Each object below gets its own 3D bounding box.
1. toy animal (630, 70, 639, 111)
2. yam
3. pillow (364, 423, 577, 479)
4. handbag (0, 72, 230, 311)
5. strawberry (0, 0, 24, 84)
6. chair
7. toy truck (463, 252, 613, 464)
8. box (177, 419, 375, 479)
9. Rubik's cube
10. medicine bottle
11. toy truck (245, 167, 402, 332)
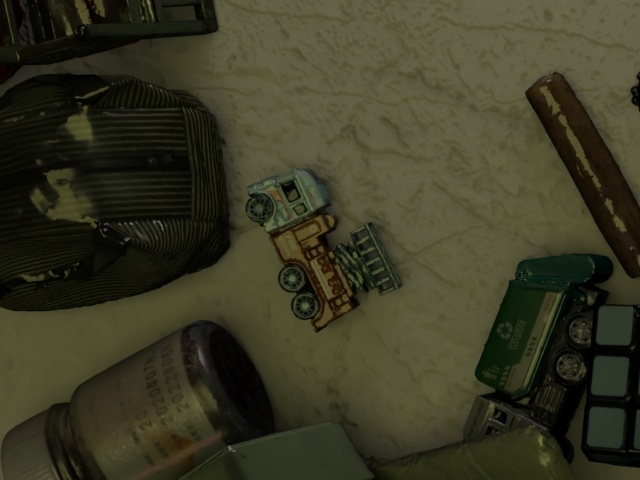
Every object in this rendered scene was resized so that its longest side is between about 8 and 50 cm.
[{"bbox_3d":[0.517,-0.160,1.681,0.284,0.225,0.302,35,90,-11],"label":"toy animal"},{"bbox_3d":[0.291,-0.068,1.774,0.057,0.057,0.241,-31,87,13],"label":"yam"},{"bbox_3d":[0.198,0.322,1.743,0.281,0.076,0.274,-21,103,49],"label":"pillow"},{"bbox_3d":[-0.283,-0.051,1.815,0.340,0.240,0.247,-11,87,15],"label":"handbag"},{"bbox_3d":[-0.447,-0.266,1.822,0.220,0.274,0.274,-31,87,1],"label":"strawberry"},{"bbox_3d":[-0.247,-0.268,1.787,0.147,0.270,0.136,-11,93,26],"label":"chair"},{"bbox_3d":[0.240,0.130,1.773,0.124,0.114,0.253,26,100,24],"label":"toy truck"},{"bbox_3d":[-0.077,0.323,1.767,0.290,0.220,0.166,-41,67,39],"label":"box"},{"bbox_3d":[0.371,0.153,1.674,0.160,0.162,0.163,0,77,35],"label":"Rubik's cube"},{"bbox_3d":[-0.202,0.216,1.851,0.273,0.165,0.165,-30,87,14],"label":"medicine bottle"},{"bbox_3d":[0.000,0.000,1.833,0.115,0.080,0.178,-27,89,8],"label":"toy truck"}]
